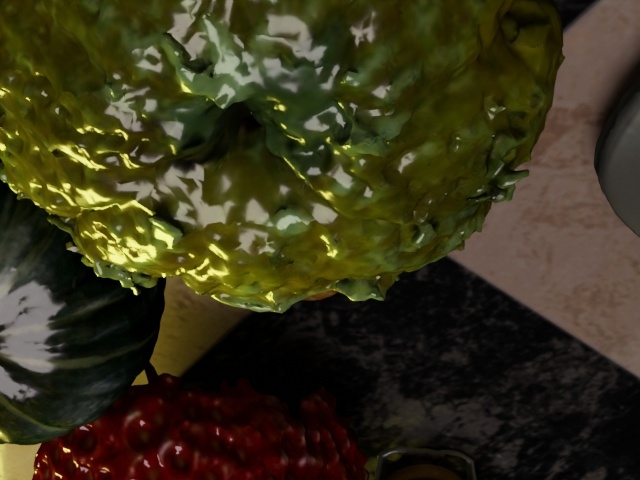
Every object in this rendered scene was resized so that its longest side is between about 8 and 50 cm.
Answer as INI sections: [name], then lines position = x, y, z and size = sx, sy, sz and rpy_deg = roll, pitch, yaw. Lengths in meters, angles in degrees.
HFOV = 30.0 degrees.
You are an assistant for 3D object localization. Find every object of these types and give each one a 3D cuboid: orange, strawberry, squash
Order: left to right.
[squash]
position = -0.201, 0.022, 0.750
size = 0.218, 0.172, 0.218
rpy_deg = 8, 127, 10
[strawberry]
position = -0.077, 0.224, 0.864
size = 0.261, 0.258, 0.261
rpy_deg = 2, 163, 1
[orange]
position = -0.034, -0.093, 0.592
size = 0.301, 0.223, 0.300
rpy_deg = -16, 126, 13

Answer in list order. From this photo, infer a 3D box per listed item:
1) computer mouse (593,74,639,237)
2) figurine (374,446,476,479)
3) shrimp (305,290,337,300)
[computer mouse]
position = 0.303, -0.090, 0.660
size = 0.197, 0.095, 0.331
rpy_deg = 29, 129, -15
[figurine]
position = 0.075, 0.281, 1.006
size = 0.174, 0.116, 0.240
rpy_deg = 8, 133, -1
[shrimp]
position = 0.000, 0.000, 0.813
size = 0.127, 0.025, 0.091
rpy_deg = -28, 123, 31
